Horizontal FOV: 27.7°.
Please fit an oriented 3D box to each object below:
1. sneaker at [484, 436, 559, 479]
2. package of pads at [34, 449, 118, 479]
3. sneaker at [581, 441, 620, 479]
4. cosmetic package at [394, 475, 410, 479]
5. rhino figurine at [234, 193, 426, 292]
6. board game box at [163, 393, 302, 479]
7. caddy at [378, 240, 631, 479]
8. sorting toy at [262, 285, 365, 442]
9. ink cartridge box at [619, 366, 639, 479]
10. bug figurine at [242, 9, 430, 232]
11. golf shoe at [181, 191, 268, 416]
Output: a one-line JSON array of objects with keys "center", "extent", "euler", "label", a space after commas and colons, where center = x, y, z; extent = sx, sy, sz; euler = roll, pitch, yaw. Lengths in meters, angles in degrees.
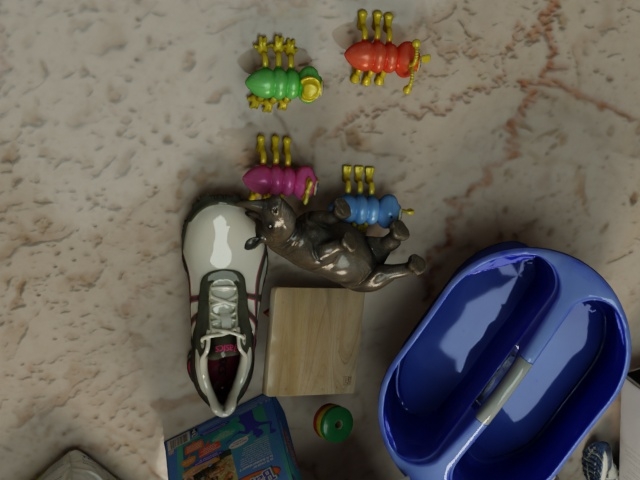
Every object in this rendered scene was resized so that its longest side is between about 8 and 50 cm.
[{"center": [0.261, 0.397, 1.783], "extent": [0.180, 0.124, 0.321], "euler": [-25, 106, 6], "label": "sneaker"}, {"center": [-0.296, 0.435, 1.695], "extent": [0.229, 0.101, 0.296], "euler": [-41, 115, 10], "label": "package of pads"}, {"center": [0.400, 0.329, 1.809], "extent": [0.058, 0.052, 0.135], "euler": [-16, 124, -14], "label": "sneaker"}, {"center": [0.017, 0.460, 1.681], "extent": [0.284, 0.097, 0.377], "euler": [-20, 145, -3], "label": "cosmetic package"}, {"center": [0.000, 0.000, 1.507], "extent": [0.243, 0.073, 0.106], "euler": [21, 147, -33], "label": "rhino figurine"}, {"center": [-0.108, 0.287, 1.601], "extent": [0.160, 0.210, 0.047], "euler": [-26, 116, 3], "label": "board game box"}, {"center": [0.220, 0.160, 1.582], "extent": [0.241, 0.179, 0.341], "euler": [34, 102, -2], "label": "caddy"}, {"center": [-0.016, 0.112, 1.599], "extent": [0.132, 0.046, 0.275], "euler": [2, 96, -34], "label": "sorting toy"}, {"center": [0.498, 0.325, 1.794], "extent": [0.175, 0.069, 0.371], "euler": [-15, 120, -20], "label": "ink cartridge box"}, {"center": [0.016, -0.124, 1.511], "extent": [0.216, 0.072, 0.279], "euler": [0, 115, -10], "label": "bug figurine"}, {"center": [-0.110, 0.078, 1.556], "extent": [0.105, 0.120, 0.273], "euler": [-3, 114, -7], "label": "golf shoe"}]
